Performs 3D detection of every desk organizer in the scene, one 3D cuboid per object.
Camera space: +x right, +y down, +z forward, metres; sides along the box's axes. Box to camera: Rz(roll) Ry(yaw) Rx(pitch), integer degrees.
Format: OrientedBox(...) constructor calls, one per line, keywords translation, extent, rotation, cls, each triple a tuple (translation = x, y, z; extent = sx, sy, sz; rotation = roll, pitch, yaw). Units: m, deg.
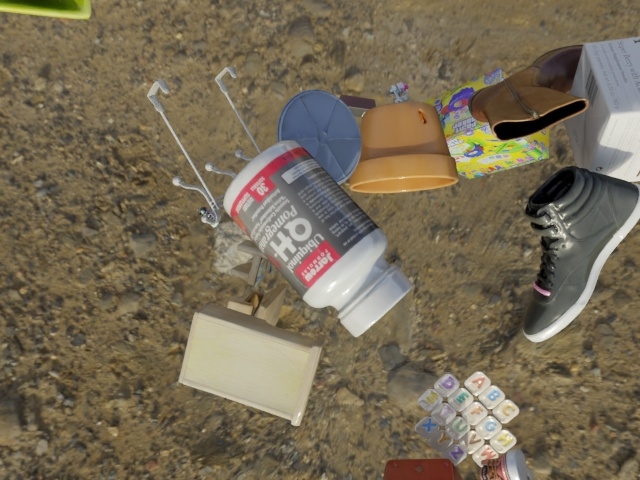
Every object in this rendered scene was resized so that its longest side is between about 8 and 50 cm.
OrientedBox(translation=(0.124, -0.458, 1.669), extent=(0.130, 0.047, 0.050), rotation=(3, 64, -18), cls="desk organizer")

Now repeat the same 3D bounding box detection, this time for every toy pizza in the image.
OrientedBox(translation=(-0.002, -0.208, 1.006), extent=(0.201, 0.032, 0.201), rotation=(0, 90, -31), cls="toy pizza")

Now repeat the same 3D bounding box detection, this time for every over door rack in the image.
OrientedBox(translation=(-0.253, -0.227, 1.159), extent=(0.108, 0.239, 0.324), rotation=(-9, 110, 38), cls="over door rack")

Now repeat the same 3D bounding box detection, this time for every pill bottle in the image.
OrientedBox(translation=(0.000, 0.000, 0.821), extent=(0.176, 0.176, 0.318), rotation=(-41, 81, -8), cls="pill bottle")

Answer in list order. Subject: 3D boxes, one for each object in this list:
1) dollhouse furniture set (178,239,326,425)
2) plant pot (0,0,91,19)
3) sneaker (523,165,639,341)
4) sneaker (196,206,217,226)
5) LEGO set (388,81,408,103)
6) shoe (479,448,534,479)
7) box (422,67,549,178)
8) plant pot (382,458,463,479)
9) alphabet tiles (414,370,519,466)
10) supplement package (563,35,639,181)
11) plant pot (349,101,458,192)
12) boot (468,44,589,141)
OrientedBox(translation=(-0.109, 0.211, 1.123), extent=(0.256, 0.394, 0.362), rotation=(17, 101, 6), cls="dollhouse furniture set")
OrientedBox(translation=(-0.320, -0.338, 0.445), extent=(0.227, 0.207, 0.228), rotation=(-5, 93, -26), cls="plant pot")
OrientedBox(translation=(0.371, 0.014, 0.783), extent=(0.147, 0.104, 0.296), rotation=(25, 102, -8), cls="sneaker")
OrientedBox(translation=(-0.352, -0.079, 1.509), extent=(0.069, 0.098, 0.038), rotation=(34, 90, -32), cls="sneaker")
OrientedBox(translation=(0.271, -0.350, 1.517), extent=(0.107, 0.287, 0.132), rotation=(-8, 64, 5), cls="LEGO set")
OrientedBox(translation=(0.310, 0.399, 0.829), extent=(0.081, 0.178, 0.063), rotation=(-10, 53, 26), cls="shoe")
OrientedBox(translation=(0.508, -0.347, 1.526), extent=(0.279, 0.290, 0.177), rotation=(19, 71, -36), cls="box")
OrientedBox(translation=(0.277, 0.742, 1.309), extent=(0.267, 0.267, 0.236), rotation=(-7, 113, 13), cls="plant pot")
OrientedBox(translation=(0.432, 0.534, 1.451), extent=(0.284, 0.021, 0.278), rotation=(45, 103, 5), cls="alphabet tiles")
OrientedBox(translation=(0.589, -0.221, 0.803), extent=(0.292, 0.175, 0.178), rotation=(-4, 57, 11), cls="supplement package")
OrientedBox(translation=(0.217, -0.247, 1.319), extent=(0.290, 0.291, 0.204), rotation=(-4, 89, 2), cls="plant pot")
OrientedBox(translation=(0.410, -0.275, 0.878), extent=(0.264, 0.280, 0.096), rotation=(-14, 110, 11), cls="boot")
